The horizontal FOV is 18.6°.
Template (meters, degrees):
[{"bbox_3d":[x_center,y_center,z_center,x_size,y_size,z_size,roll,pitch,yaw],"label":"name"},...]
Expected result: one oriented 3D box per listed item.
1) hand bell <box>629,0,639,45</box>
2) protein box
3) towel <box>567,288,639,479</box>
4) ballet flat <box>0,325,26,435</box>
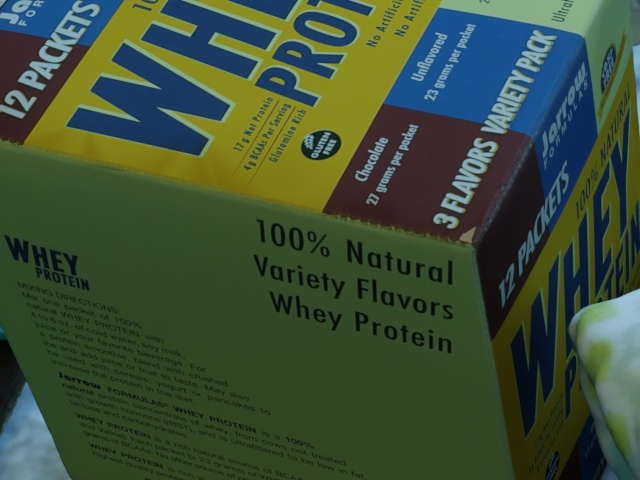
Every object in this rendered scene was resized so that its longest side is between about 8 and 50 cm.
[{"bbox_3d":[0.147,-0.090,0.754,0.126,0.126,0.242,-29,36,-13],"label":"hand bell"},{"bbox_3d":[0.000,0.000,0.687,0.199,0.201,0.136,13,53,24],"label":"protein box"},{"bbox_3d":[0.269,0.141,0.508,0.320,0.090,0.374,-14,65,-1],"label":"towel"},{"bbox_3d":[-0.175,0.039,0.768,0.123,0.123,0.348,13,53,24],"label":"ballet flat"}]
